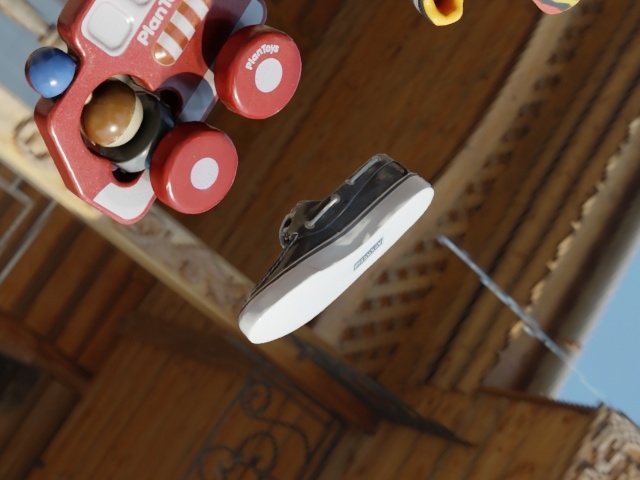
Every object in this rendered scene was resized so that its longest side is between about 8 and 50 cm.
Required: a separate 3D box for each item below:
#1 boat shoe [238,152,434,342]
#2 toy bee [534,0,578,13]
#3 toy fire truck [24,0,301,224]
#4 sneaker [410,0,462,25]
[{"bbox_3d":[0.000,0.000,1.554,0.102,0.108,0.301,41,-114,19],"label":"boat shoe"},{"bbox_3d":[0.228,-0.371,1.501,0.162,0.298,0.195,-26,-114,43],"label":"toy bee"},{"bbox_3d":[-0.187,-0.181,1.400,0.169,0.254,0.302,31,-94,43],"label":"toy fire truck"},{"bbox_3d":[0.125,-0.269,1.121,0.083,0.084,0.215,66,-24,21],"label":"sneaker"}]
